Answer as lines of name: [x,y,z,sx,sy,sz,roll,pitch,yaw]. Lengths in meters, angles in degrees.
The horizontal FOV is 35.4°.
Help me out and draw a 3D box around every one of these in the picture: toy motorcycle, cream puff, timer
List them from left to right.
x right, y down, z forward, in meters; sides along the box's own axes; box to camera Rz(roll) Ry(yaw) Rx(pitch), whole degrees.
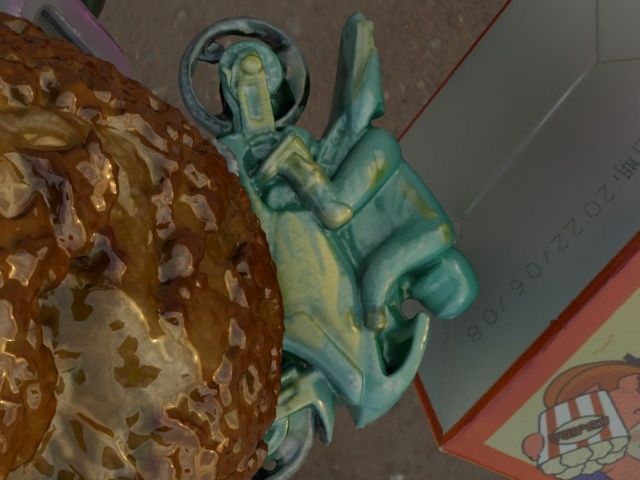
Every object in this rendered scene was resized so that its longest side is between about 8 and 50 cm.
cream puff: [-0.149,0.044,0.411,0.303,0.212,0.303,-2,94,-34]
timer: [-0.240,-0.116,0.883,0.069,0.190,0.208,4,157,22]
toy motorcycle: [0.000,-0.002,0.621,0.198,0.109,0.296,-5,81,-12]

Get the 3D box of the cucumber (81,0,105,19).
cucumber: [-0.332,-0.313,1.394,0.056,0.284,0.056,4,76,-18]

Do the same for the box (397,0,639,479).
box: [0.243,-0.019,0.771,0.257,0.318,0.348,26,113,-29]
